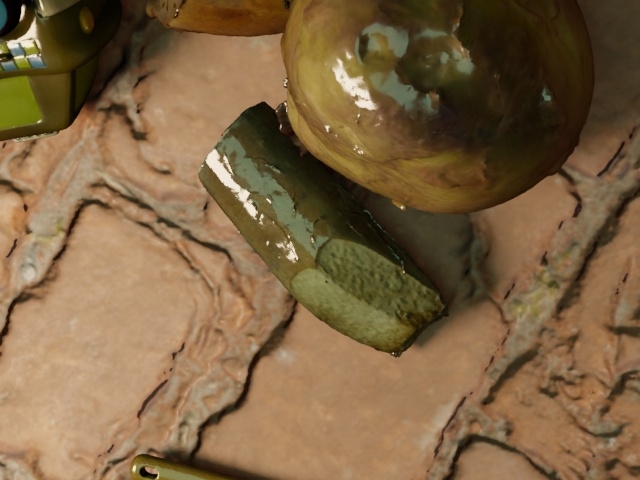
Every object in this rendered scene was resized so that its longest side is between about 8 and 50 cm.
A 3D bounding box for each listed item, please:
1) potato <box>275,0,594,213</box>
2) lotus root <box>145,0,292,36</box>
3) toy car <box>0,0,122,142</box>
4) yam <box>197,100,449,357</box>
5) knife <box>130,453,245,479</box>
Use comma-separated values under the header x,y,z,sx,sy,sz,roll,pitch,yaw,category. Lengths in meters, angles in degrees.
x,y,z,sx,sy,sz,roll,pitch,yaw,category
0.110,-0.128,1.288,0.289,0.237,0.300,0,114,-18,potato
-0.045,-0.277,1.418,0.180,0.199,0.188,7,143,-22,lotus root
-0.298,-0.178,1.474,0.248,0.204,0.198,-9,120,11,toy car
0.000,0.000,1.472,0.106,0.106,0.259,-42,88,15,yam
-0.020,0.269,1.558,0.343,0.027,0.061,12,99,7,knife
